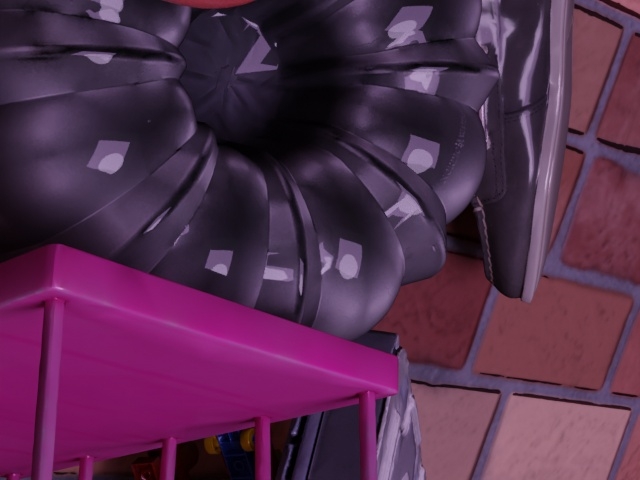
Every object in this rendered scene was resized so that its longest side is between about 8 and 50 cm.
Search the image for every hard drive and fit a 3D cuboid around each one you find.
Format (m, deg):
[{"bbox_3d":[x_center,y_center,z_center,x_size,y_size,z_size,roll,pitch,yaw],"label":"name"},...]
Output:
[{"bbox_3d":[0.020,0.242,0.867,0.339,0.064,0.237,78,22,-50],"label":"hard drive"}]

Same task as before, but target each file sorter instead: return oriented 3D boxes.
[{"bbox_3d":[-0.138,0.144,0.631,0.202,0.290,0.182,22,59,-44],"label":"file sorter"}]

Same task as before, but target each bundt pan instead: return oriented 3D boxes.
[{"bbox_3d":[-0.042,-0.082,0.700,0.331,0.124,0.331,0,89,-32],"label":"bundt pan"}]

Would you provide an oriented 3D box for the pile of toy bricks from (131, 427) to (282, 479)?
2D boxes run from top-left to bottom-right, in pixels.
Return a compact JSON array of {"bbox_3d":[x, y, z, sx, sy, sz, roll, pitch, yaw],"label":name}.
[{"bbox_3d":[-0.070,0.056,0.838,0.105,0.118,0.212,-39,117,-59],"label":"pile of toy bricks"}]

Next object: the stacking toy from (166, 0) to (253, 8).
[{"bbox_3d":[-0.042,-0.278,0.583,0.279,0.130,0.309,37,64,-14],"label":"stacking toy"}]

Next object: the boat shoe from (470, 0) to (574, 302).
[{"bbox_3d":[0.122,-0.118,0.941,0.112,0.095,0.335,-58,153,-61],"label":"boat shoe"}]
